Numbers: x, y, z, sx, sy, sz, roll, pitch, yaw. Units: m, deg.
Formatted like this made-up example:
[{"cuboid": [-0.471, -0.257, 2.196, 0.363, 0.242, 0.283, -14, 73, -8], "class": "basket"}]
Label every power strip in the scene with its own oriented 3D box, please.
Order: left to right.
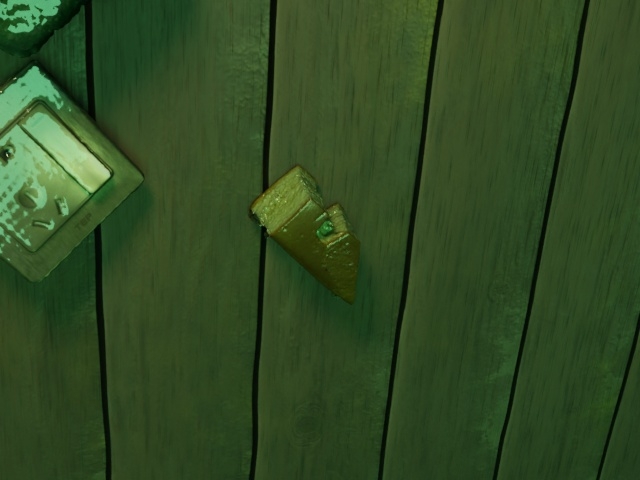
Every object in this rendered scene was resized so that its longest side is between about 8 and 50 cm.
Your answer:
[{"cuboid": [-0.446, -0.105, 1.268, 0.251, 0.092, 0.257, -43, 118, -4], "class": "power strip"}]

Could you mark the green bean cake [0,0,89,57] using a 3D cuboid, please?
[{"cuboid": [-0.401, -0.449, 1.080, 0.308, 0.169, 0.300, -40, 120, 3], "class": "green bean cake"}]

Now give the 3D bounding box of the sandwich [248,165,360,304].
[{"cuboid": [0.000, 0.000, 1.437, 0.128, 0.122, 0.235, -41, 121, 9], "class": "sandwich"}]
